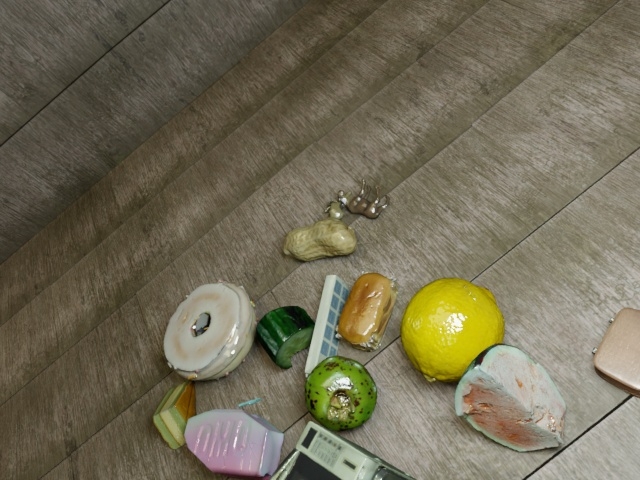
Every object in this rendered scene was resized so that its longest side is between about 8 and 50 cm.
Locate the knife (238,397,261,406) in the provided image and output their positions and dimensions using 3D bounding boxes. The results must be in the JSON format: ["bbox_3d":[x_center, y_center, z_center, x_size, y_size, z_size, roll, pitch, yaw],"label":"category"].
[{"bbox_3d":[-0.234,0.539,1.752,0.091,0.005,0.014,-23,49,17],"label":"knife"}]

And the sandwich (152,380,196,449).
[{"bbox_3d":[-0.487,0.607,1.862,0.117,0.144,0.187,-27,13,14],"label":"sandwich"}]

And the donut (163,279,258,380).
[{"bbox_3d":[-0.389,0.329,1.903,0.383,0.142,0.382,-16,51,22],"label":"donut"}]

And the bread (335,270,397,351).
[{"bbox_3d":[0.148,0.220,1.663,0.136,0.107,0.241,10,66,34],"label":"bread"}]

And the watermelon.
[{"bbox_3d":[0.438,0.362,1.251,0.224,0.305,0.180,-51,15,-4],"label":"watermelon"}]

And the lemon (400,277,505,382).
[{"bbox_3d":[0.350,0.236,1.411,0.293,0.293,0.293,-17,52,22],"label":"lemon"}]

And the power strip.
[{"bbox_3d":[0.025,0.287,1.694,0.043,0.106,0.367,-6,57,34],"label":"power strip"}]

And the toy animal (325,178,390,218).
[{"bbox_3d":[0.126,-0.134,1.932,0.214,0.094,0.186,32,87,34],"label":"toy animal"}]

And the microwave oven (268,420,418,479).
[{"bbox_3d":[0.030,0.691,1.255,0.247,0.333,0.394,15,69,42],"label":"microwave oven"}]

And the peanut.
[{"bbox_3d":[0.007,-0.004,1.892,0.291,0.143,0.159,-10,21,34],"label":"peanut"}]

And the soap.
[{"bbox_3d":[-0.277,0.631,1.647,0.324,0.109,0.192,-9,55,29],"label":"soap"}]

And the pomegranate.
[{"bbox_3d":[0.058,0.436,1.484,0.211,0.263,0.211,0,85,-1],"label":"pomegranate"}]

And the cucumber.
[{"bbox_3d":[-0.108,0.305,1.722,0.191,0.191,0.130,-43,55,-1],"label":"cucumber"}]

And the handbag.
[{"bbox_3d":[0.752,0.264,1.271,0.151,0.072,0.193,22,75,40],"label":"handbag"}]
